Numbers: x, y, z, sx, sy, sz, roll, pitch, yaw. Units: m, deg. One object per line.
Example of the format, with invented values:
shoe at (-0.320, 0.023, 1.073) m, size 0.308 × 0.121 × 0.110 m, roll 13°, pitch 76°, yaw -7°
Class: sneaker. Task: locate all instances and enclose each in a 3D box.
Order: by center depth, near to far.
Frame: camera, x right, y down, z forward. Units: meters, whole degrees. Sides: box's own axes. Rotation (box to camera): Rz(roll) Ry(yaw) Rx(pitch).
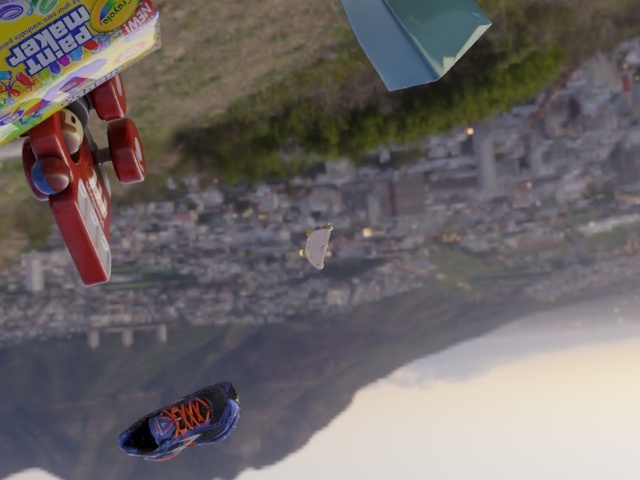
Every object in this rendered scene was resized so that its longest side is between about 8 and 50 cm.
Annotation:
sneaker at (-0.207, 0.273, 1.559) m, size 0.221 × 0.083 × 0.087 m, roll -33°, pitch 159°, yaw 26°

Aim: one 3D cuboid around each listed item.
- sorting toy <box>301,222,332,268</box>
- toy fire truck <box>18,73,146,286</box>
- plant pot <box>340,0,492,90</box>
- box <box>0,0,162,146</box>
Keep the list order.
sorting toy at (0.000, 0.000, 2.004) m, size 0.045 × 0.083 × 0.075 m, roll 18°, pitch -158°, yaw 11°
toy fire truck at (-0.354, -0.116, 1.513) m, size 0.169 × 0.254 × 0.302 m, roll -11°, pitch 135°, yaw -1°
plant pot at (0.148, -0.418, 1.899) m, size 0.165 × 0.234 × 0.166 m, roll -47°, pitch -159°, yaw -20°
box at (-0.390, -0.294, 1.292) m, size 0.290 × 0.279 × 0.177 m, roll -35°, pitch -178°, yaw -8°
